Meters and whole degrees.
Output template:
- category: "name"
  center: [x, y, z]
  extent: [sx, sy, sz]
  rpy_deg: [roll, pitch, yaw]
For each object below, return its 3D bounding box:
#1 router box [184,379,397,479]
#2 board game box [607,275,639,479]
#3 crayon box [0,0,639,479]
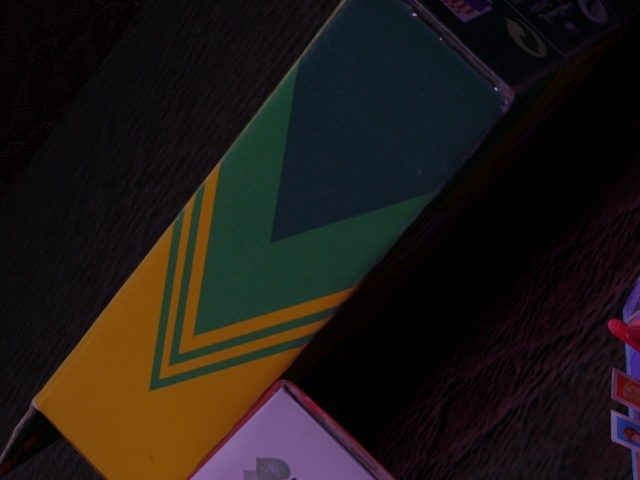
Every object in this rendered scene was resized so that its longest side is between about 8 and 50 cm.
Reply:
- category: "router box"
  center: [-0.116, 0.213, 0.588]
  extent: [0.335, 0.082, 0.301]
  rpy_deg: [-45, -4, -16]
- category: "board game box"
  center: [0.133, 0.008, 0.588]
  extent: [0.133, 0.033, 0.169]
  rpy_deg: [-50, 18, 32]
- category: "crayon box"
  center: [0.000, 0.000, 0.805]
  extent: [0.318, 0.081, 0.202]
  rpy_deg: [-50, -8, 31]
